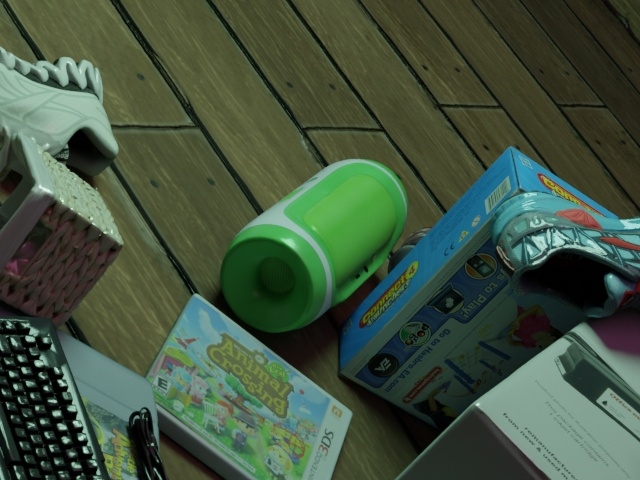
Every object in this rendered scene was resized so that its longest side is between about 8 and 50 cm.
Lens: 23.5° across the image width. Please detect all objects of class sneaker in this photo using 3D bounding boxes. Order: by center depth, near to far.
[{"bbox_3d":[0.294,0.040,1.518,0.262,0.104,0.125,9,38,-5],"label":"sneaker"},{"bbox_3d":[-0.315,-0.122,1.533,0.292,0.110,0.118,-2,61,-51],"label":"sneaker"}]

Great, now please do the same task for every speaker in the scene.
[{"bbox_3d":[0.000,0.000,1.722,0.131,0.131,0.296,45,29,3],"label":"speaker"}]

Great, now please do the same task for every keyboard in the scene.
[{"bbox_3d":[-0.186,0.191,1.245,0.202,0.033,0.317,10,44,-45],"label":"keyboard"}]

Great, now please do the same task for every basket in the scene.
[{"bbox_3d":[-0.258,-0.008,1.393,0.103,0.113,0.167,36,7,-25],"label":"basket"}]

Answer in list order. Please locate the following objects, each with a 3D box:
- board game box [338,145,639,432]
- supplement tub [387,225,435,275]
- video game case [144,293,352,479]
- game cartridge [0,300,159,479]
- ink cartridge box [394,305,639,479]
[{"bbox_3d":[0.229,0.095,1.689,0.302,0.308,0.086,31,29,-20],"label":"board game box"},{"bbox_3d":[0.164,0.030,1.898,0.106,0.106,0.198,53,31,17],"label":"supplement tub"},{"bbox_3d":[-0.072,0.167,1.521,0.212,0.023,0.193,38,30,-8],"label":"video game case"},{"bbox_3d":[-0.230,0.185,1.282,0.196,0.060,0.294,35,30,-21],"label":"game cartridge"},{"bbox_3d":[0.191,0.240,1.475,0.166,0.285,0.395,47,29,12],"label":"ink cartridge box"}]
